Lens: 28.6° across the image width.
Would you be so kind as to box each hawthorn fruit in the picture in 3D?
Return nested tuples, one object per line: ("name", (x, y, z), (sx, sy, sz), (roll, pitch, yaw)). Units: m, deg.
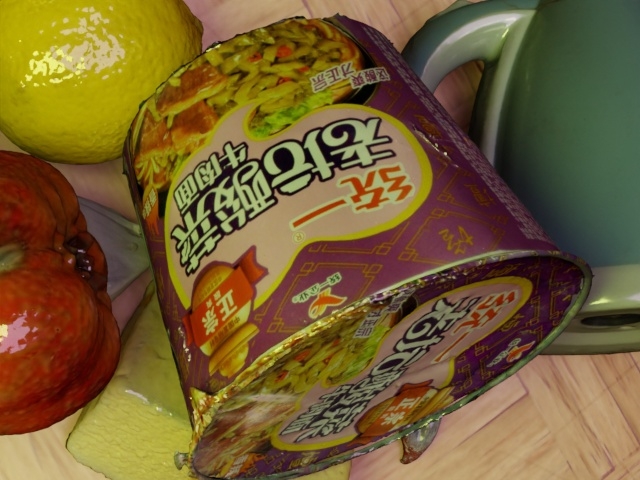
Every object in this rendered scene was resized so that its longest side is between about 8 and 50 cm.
("hawthorn fruit", (-0.274, 0.048, 0.890), (0.243, 0.207, 0.207), (-17, 94, 4))

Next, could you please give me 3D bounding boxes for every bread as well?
("bread", (-0.084, 0.151, 1.135), (0.240, 0.135, 0.178), (32, 44, -15))

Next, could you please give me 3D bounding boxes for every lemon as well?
("lemon", (-0.190, -0.153, 1.030), (0.203, 0.178, 0.178), (-20, 94, -19))

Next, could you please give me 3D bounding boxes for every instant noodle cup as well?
("instant noodle cup", (0.000, 0.000, 0.987), (0.340, 0.340, 0.266), (-18, 65, -20))

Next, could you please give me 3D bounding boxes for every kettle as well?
("kettle", (0.220, -0.080, 1.157), (0.319, 0.247, 0.342), (0, 76, -11))

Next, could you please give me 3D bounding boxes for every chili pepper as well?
("chili pepper", (0.095, 0.138, 1.194), (0.050, 0.041, 0.153), (6, 84, 23))

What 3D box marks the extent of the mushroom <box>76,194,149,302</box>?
("mushroom", (-0.303, 0.000, 1.029), (0.351, 0.097, 0.109), (9, 74, -16))
